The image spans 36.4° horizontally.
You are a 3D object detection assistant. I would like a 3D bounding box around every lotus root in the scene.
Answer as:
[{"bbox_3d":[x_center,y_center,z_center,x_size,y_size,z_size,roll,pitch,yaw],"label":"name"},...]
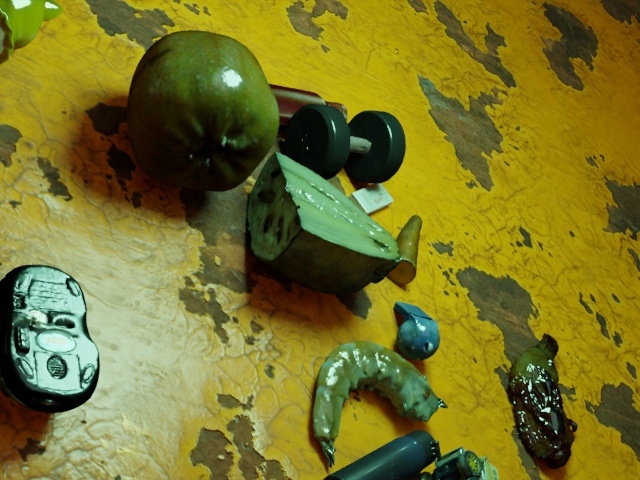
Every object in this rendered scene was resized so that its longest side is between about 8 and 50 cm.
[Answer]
[{"bbox_3d":[0.007,-0.002,1.794,0.260,0.149,0.267,26,25,-30],"label":"lotus root"}]

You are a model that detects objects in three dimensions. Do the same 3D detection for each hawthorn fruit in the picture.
[{"bbox_3d":[-0.216,-0.240,1.706,0.268,0.268,0.301,22,35,-27],"label":"hawthorn fruit"}]

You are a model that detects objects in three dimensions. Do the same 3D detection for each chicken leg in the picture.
[{"bbox_3d":[0.463,0.315,1.991,0.177,0.083,0.322,24,45,-38],"label":"chicken leg"}]

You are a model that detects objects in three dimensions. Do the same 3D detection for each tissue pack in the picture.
[{"bbox_3d":[0.106,-0.086,2.043,0.108,0.023,0.056,-24,75,-49],"label":"tissue pack"}]

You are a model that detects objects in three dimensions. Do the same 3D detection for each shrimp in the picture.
[{"bbox_3d":[0.080,0.261,1.689,0.287,0.068,0.185,-13,65,-45],"label":"shrimp"}]

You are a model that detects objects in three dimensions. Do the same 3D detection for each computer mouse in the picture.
[{"bbox_3d":[-0.386,0.143,1.347,0.137,0.096,0.233,19,42,-37],"label":"computer mouse"}]

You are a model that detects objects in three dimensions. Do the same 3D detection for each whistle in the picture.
[{"bbox_3d":[0.179,0.180,1.852,0.090,0.090,0.158,28,4,-22],"label":"whistle"}]

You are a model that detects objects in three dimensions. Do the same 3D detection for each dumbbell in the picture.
[{"bbox_3d":[0.051,-0.195,1.985,0.218,0.152,0.152,-1,58,-42],"label":"dumbbell"}]

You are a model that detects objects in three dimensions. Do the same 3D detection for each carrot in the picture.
[{"bbox_3d":[0.183,0.005,2.017,0.061,0.061,0.209,37,35,-12],"label":"carrot"}]

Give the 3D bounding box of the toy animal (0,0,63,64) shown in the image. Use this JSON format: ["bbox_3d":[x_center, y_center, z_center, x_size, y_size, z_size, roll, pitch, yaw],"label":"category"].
[{"bbox_3d":[-0.547,-0.371,1.606,0.156,0.156,0.230,38,43,-11],"label":"toy animal"}]

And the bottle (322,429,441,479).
[{"bbox_3d":[0.102,0.379,1.604,0.244,0.082,0.072,-16,95,-45],"label":"bottle"}]

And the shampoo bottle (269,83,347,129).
[{"bbox_3d":[-0.057,-0.274,2.022,0.260,0.064,0.102,2,56,-41],"label":"shampoo bottle"}]

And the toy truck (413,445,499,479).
[{"bbox_3d":[0.256,0.488,1.616,0.157,0.124,0.272,33,37,-32],"label":"toy truck"}]
